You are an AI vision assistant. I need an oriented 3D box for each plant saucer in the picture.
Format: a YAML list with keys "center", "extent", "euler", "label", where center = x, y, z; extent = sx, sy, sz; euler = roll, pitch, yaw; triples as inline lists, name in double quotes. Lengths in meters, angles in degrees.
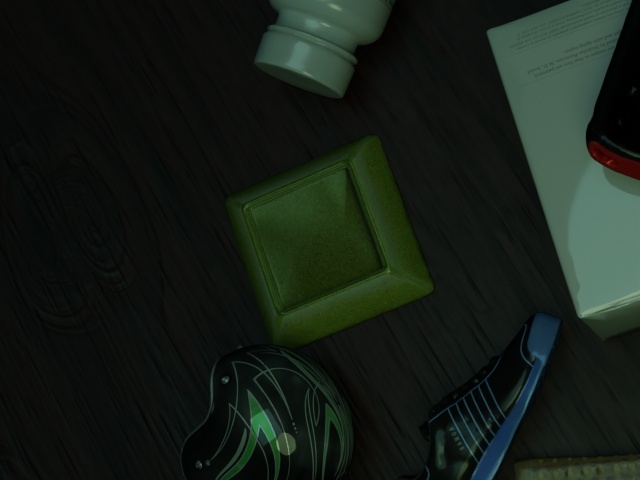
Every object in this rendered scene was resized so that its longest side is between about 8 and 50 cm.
- center: [0.000, 0.000, 1.637]
  extent: [0.188, 0.045, 0.188]
  euler: [-23, 74, 13]
  label: "plant saucer"

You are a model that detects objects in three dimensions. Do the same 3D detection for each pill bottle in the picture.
- center: [0.018, -0.274, 1.636]
  extent: [0.131, 0.131, 0.229]
  euler: [20, 87, 20]
  label: "pill bottle"

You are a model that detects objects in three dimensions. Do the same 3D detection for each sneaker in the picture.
- center: [0.157, 0.166, 1.537]
  extent: [0.090, 0.081, 0.232]
  euler: [26, 90, 13]
  label: "sneaker"

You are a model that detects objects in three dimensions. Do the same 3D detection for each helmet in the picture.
- center: [-0.046, 0.191, 1.557]
  extent: [0.169, 0.169, 0.161]
  euler: [35, 108, 20]
  label: "helmet"

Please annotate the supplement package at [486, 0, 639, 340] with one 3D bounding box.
- center: [0.294, -0.075, 1.485]
  extent: [0.175, 0.177, 0.293]
  euler: [-19, 74, 13]
  label: "supplement package"

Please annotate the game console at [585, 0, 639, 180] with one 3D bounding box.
- center: [0.451, -0.186, 1.391]
  extent: [0.342, 0.060, 0.386]
  euler: [19, 72, 9]
  label: "game console"

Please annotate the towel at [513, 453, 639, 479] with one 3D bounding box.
- center: [0.321, 0.386, 1.468]
  extent: [0.271, 0.040, 0.370]
  euler: [-5, 77, 17]
  label: "towel"
